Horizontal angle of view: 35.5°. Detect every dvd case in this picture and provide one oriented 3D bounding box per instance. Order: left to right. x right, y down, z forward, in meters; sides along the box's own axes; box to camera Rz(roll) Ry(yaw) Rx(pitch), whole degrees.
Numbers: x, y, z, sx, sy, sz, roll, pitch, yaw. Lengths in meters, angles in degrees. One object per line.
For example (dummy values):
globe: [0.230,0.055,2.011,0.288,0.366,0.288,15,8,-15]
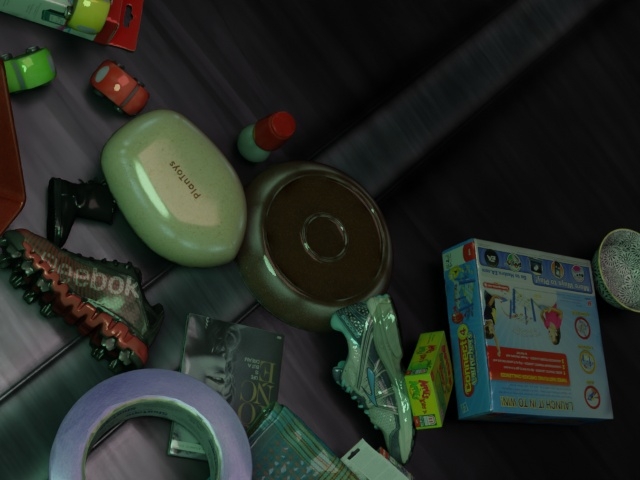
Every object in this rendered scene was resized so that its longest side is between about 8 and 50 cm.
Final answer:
dvd case: [-0.142,0.235,1.548,0.165,0.018,0.221,15,66,-23]

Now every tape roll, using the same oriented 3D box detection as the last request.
tape roll: [-0.237,0.322,1.389,0.275,0.090,0.274,6,64,-12]

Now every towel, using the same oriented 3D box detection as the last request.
towel: [-0.020,0.458,1.506,0.370,0.040,0.271,46,62,-8]

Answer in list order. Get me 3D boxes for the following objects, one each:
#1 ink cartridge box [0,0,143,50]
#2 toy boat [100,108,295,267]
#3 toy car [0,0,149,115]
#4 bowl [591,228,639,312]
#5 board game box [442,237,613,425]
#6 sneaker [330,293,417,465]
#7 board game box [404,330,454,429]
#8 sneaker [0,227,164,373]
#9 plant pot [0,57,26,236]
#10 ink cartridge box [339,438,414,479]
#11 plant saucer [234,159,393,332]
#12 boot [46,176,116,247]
ink cartridge box: [-0.391,-0.408,1.617,0.231,0.078,0.134,14,67,-24]
toy boat: [-0.179,-0.104,1.592,0.318,0.148,0.267,-36,97,-27]
toy car: [-0.394,-0.278,1.546,0.225,0.053,0.239,-22,113,-16]
bowl: [0.586,0.069,1.960,0.170,0.080,0.170,10,67,-25]
board game box: [0.369,0.169,1.780,0.308,0.086,0.302,10,67,-34]
sneaker: [0.087,0.232,1.638,0.122,0.110,0.283,-11,92,8]
board game box: [0.180,0.225,1.633,0.181,0.043,0.092,-50,128,-68]
sneaker: [-0.340,0.066,1.459,0.276,0.098,0.135,42,58,-11]
plant pot: [-0.563,-0.091,1.282,0.236,0.267,0.267,18,47,9]
ink cartridge box: [0.089,0.366,1.597,0.115,0.063,0.029,43,15,-7]
plant saucer: [0.000,0.000,1.695,0.311,0.050,0.310,10,69,-26]
boot: [-0.363,-0.040,1.520,0.099,0.045,0.121,8,70,-32]
